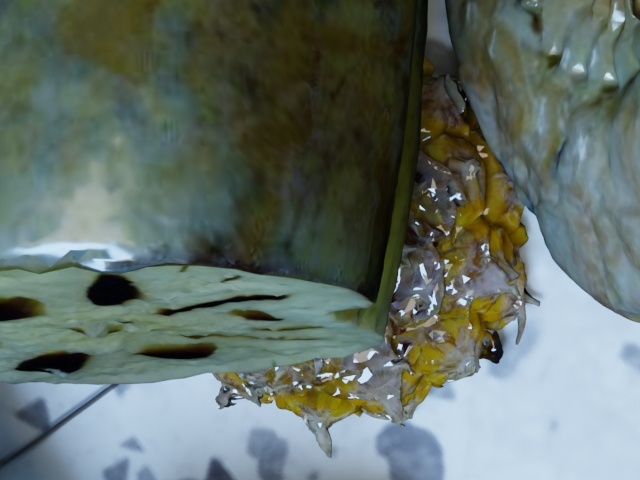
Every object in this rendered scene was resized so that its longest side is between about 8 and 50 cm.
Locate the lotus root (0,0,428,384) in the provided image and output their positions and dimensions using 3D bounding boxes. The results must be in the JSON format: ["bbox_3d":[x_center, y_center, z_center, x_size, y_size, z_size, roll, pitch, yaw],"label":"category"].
[{"bbox_3d":[-0.072,-0.122,0.496,0.250,0.250,0.346,3,73,11],"label":"lotus root"}]

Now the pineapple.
[{"bbox_3d":[0.000,0.000,0.622,0.225,0.076,0.224,2,101,12],"label":"pineapple"}]

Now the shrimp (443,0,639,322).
[{"bbox_3d":[0.101,-0.148,0.496,0.085,0.247,0.360,-9,86,-13],"label":"shrimp"}]
